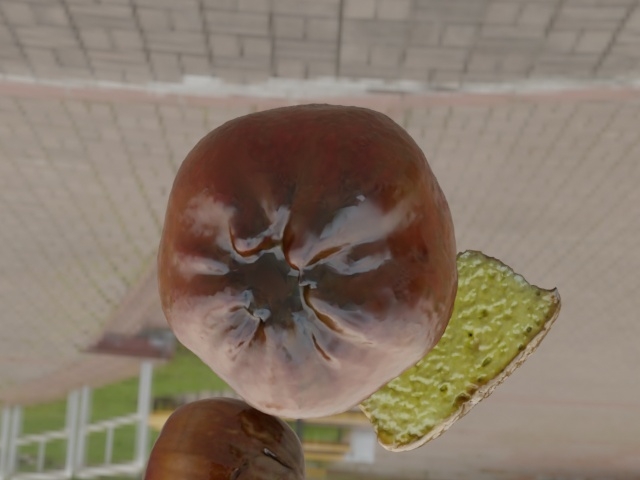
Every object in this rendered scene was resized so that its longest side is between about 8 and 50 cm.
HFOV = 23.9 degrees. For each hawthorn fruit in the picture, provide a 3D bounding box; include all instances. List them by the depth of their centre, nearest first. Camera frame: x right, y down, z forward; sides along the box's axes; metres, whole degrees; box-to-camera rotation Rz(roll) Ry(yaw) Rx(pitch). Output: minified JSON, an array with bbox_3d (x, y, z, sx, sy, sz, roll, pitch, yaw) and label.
[{"bbox_3d":[0.000,0.000,1.103,0.224,0.224,0.261,1,-164,11],"label":"hawthorn fruit"}]

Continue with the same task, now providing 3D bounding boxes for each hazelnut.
[{"bbox_3d":[-0.096,0.256,1.537,0.182,0.182,0.182,3,167,1],"label":"hazelnut"}]

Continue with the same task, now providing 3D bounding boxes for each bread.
[{"bbox_3d":[0.104,0.086,1.221,0.103,0.187,0.065,45,-178,17],"label":"bread"}]
